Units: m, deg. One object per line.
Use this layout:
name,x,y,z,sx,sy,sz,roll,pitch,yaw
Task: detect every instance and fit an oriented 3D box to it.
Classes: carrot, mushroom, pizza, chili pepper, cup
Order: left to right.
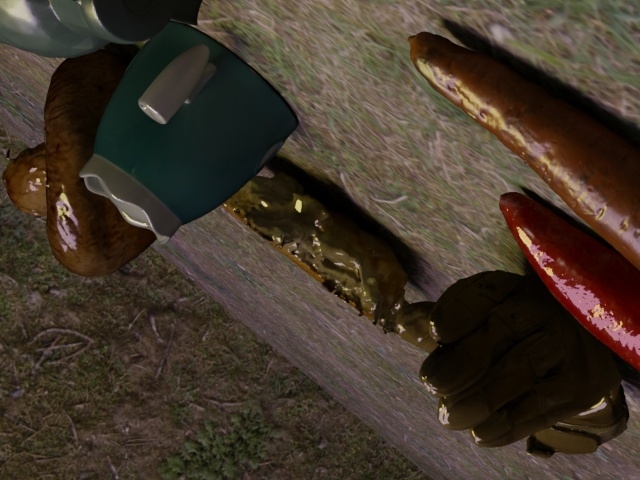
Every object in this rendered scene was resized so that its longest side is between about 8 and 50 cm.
mushroom,-0.255,-0.089,1.591,0.195,0.263,0.283,-2,176,-28
cup,-0.140,-0.096,1.331,0.167,0.173,0.299,37,171,7
pizza,0.000,0.000,1.538,0.323,0.089,0.223,38,177,-14
carrot,0.136,-0.066,0.847,0.210,0.061,0.061,39,171,14
chili pepper,0.237,0.054,1.024,0.272,0.071,0.063,39,-149,21

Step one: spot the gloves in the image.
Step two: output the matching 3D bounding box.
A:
gloves,0.186,0.111,1.250,0.331,0.141,0.154,34,-157,-55

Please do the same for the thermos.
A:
thermos,-0.212,-0.219,1.135,0.182,0.145,0.286,8,-168,-44
